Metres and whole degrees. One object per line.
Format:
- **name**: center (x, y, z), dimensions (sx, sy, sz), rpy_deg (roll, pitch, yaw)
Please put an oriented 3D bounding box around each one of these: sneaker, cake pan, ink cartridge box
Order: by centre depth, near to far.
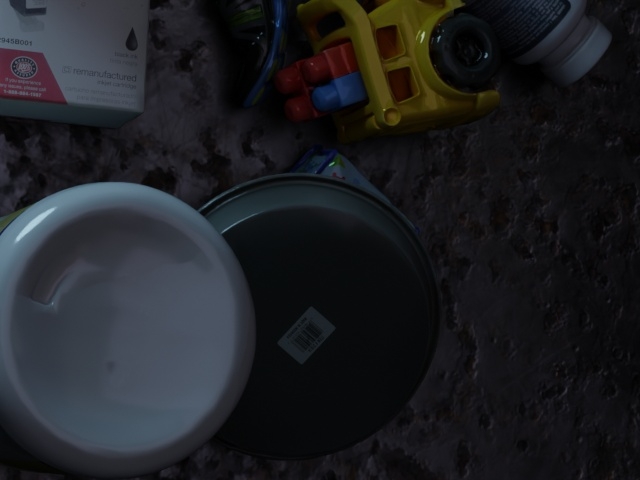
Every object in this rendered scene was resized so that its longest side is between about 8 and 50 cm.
- **ink cartridge box**: center (-0.246, -0.227, 1.734), dimensions (0.158, 0.092, 0.218), rpy_deg (5, 81, -23)
- **cake pan**: center (-0.022, 0.083, 1.757), dimensions (0.293, 0.054, 0.293), rpy_deg (-2, 104, -8)
- **sneaker**: center (-0.071, -0.226, 1.829), dimensions (0.078, 0.067, 0.188), rpy_deg (2, 90, 5)

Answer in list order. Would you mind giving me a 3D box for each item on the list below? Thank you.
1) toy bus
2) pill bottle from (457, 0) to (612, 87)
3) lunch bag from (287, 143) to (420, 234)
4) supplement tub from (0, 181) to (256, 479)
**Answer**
- **toy bus**: center (0.048, -0.203, 1.822), dimensions (0.211, 0.149, 0.220), rpy_deg (-17, 90, -25)
- **pill bottle**: center (0.217, -0.249, 1.923), dimensions (0.180, 0.108, 0.108), rpy_deg (42, 71, -14)
- **lunch bag**: center (0.000, 0.000, 1.819), dimensions (0.129, 0.096, 0.151), rpy_deg (44, 85, -16)
- **supplement tub**: center (-0.217, 0.084, 1.584), dimensions (0.241, 0.331, 0.241), rpy_deg (2, 84, -23)
